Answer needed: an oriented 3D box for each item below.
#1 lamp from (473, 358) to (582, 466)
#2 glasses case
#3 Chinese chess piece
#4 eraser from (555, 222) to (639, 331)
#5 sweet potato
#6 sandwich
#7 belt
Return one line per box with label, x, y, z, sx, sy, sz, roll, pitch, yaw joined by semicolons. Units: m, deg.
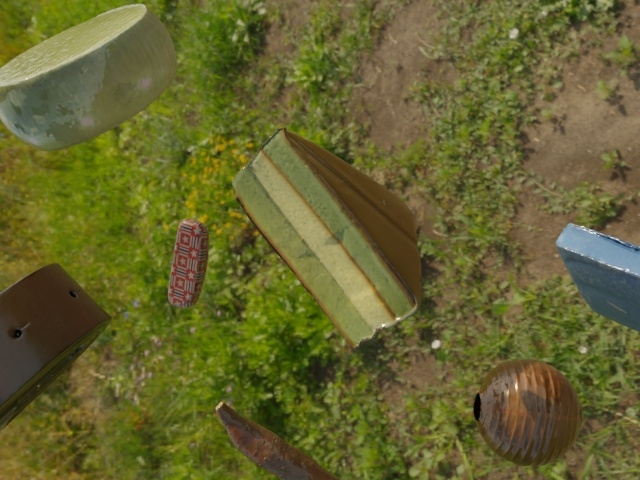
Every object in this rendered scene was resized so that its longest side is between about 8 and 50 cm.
lamp;0.262;0.218;0.872;0.136;0.136;0.136;-12;75;50
glasses case;-0.275;0.050;1.450;0.073;0.049;0.194;18;106;21
Chinese chess piece;-0.316;-0.223;0.924;0.250;0.250;0.101;25;148;51
eraser;0.403;0.080;0.737;0.042;0.144;0.312;-47;35;-9
sweet potato;-0.065;0.398;1.225;0.072;0.314;0.066;-54;-2;-39
sandwich;0.000;0.000;0.708;0.117;0.187;0.144;-42;30;38
belt;-0.434;0.176;0.871;0.122;0.338;0.217;45;152;-2
